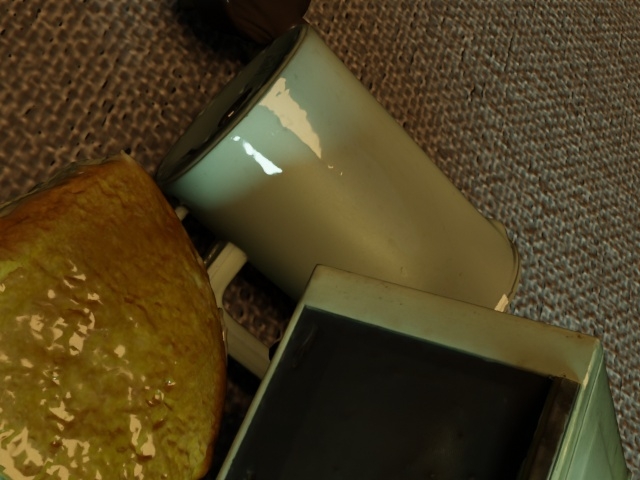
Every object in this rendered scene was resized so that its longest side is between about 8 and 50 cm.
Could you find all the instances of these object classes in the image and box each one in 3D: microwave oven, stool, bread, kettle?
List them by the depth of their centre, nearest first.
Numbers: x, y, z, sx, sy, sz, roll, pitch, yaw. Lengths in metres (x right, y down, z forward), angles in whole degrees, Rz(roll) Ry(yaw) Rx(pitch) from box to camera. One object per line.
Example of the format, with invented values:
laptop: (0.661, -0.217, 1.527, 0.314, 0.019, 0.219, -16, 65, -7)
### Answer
microwave oven: (0.043, 0.267, 0.628, 0.394, 0.247, 0.333, -65, 149, -23)
bread: (-0.183, 0.088, 0.630, 0.250, 0.225, 0.279, 58, 38, -12)
kettle: (0.011, -0.007, 0.836, 0.318, 0.205, 0.265, 43, 49, -21)
stool: (-0.069, -0.254, 0.921, 0.125, 0.121, 0.217, -46, 132, -23)
